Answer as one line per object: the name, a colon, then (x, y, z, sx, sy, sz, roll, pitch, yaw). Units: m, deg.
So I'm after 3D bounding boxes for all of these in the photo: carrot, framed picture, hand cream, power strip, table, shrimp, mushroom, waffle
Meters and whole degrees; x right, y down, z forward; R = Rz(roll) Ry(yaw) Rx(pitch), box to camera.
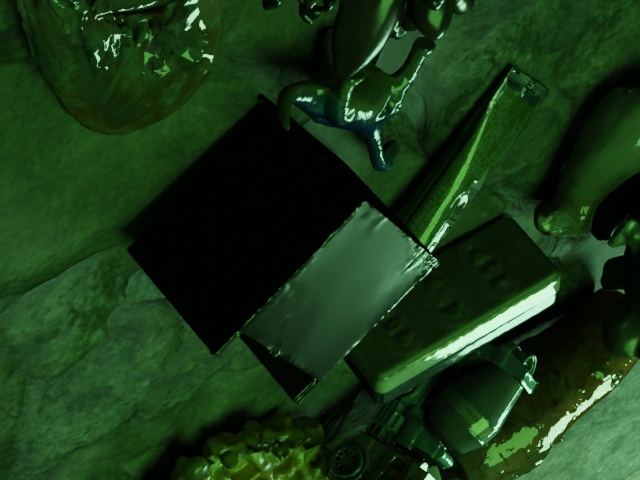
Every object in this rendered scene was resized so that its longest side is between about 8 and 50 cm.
carrot: (0.268, 0.176, 2.257, 0.302, 0.138, 0.139, -41, 149, -17)
framed picture: (0.410, -0.056, 2.220, 0.168, 0.023, 0.128, -3, 134, -42)
hand cream: (0.148, -0.074, 1.930, 0.235, 0.055, 0.086, -54, 147, 10)
power strip: (0.141, 0.071, 2.039, 0.256, 0.105, 0.070, -28, 150, -17)
table: (-0.039, 0.009, 1.730, 0.193, 0.172, 0.169, -46, 146, 5)
shrimp: (-0.161, -0.185, 1.482, 0.164, 0.062, 0.317, -39, 152, -6)
mushroom: (0.318, -0.088, 2.030, 0.225, 0.093, 0.116, -58, 164, 19)
waffle: (-0.107, 0.311, 2.132, 0.329, 0.062, 0.329, -25, 144, -20)

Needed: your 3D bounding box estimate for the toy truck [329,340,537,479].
toy truck: (0.132, 0.214, 2.136, 0.257, 0.140, 0.108, -56, 149, -10)

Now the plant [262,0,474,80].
plant: (0.082, -0.264, 1.437, 0.194, 0.181, 0.321, -39, 176, -43)

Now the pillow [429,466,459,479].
pillow: (0.130, 0.321, 2.331, 0.250, 0.106, 0.186, -12, 129, -40)

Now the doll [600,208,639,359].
doll: (0.524, 0.001, 2.160, 0.382, 0.252, 0.379, -8, 138, -48)

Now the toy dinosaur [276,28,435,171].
toy dinosaur: (0.018, -0.105, 1.724, 0.247, 0.075, 0.188, -33, 149, -46)
